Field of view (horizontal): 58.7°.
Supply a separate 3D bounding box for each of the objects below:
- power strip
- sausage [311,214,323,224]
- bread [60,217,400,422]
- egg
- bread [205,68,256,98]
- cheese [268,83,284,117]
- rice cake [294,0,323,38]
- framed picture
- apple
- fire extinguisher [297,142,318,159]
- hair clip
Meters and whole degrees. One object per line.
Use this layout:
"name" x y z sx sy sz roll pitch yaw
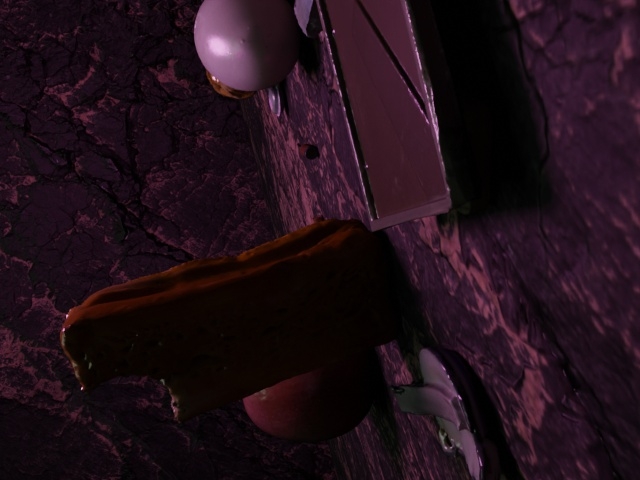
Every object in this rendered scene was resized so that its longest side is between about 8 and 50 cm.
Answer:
"power strip" 0.073 -0.087 0.410 0.169 0.028 0.076 -119 15 -53
"sausage" 0.000 0.000 1.121 0.026 0.026 0.116 -115 13 -52
"bread" -0.095 0.102 0.679 0.109 0.381 0.185 -134 30 -62
"egg" -0.103 -0.292 0.820 0.209 0.151 0.151 -123 19 -60
"bread" -0.163 -0.363 1.158 0.267 0.130 0.152 -128 57 -70
"cheese" -0.089 -0.303 1.158 0.120 0.026 0.067 96 160 -49
"rice cake" 0.000 -0.267 0.566 0.211 0.034 0.043 141 105 -81
"framed picture" 0.033 -0.137 0.404 0.189 0.023 0.259 156 100 -79
"apple" -0.039 0.213 1.029 0.306 0.235 0.305 163 90 -82
"fire extinguisher" -0.024 -0.157 0.987 0.028 0.022 0.083 39 -175 -18
"hair clip" 0.113 0.156 0.530 0.172 0.049 0.116 137 113 -79
